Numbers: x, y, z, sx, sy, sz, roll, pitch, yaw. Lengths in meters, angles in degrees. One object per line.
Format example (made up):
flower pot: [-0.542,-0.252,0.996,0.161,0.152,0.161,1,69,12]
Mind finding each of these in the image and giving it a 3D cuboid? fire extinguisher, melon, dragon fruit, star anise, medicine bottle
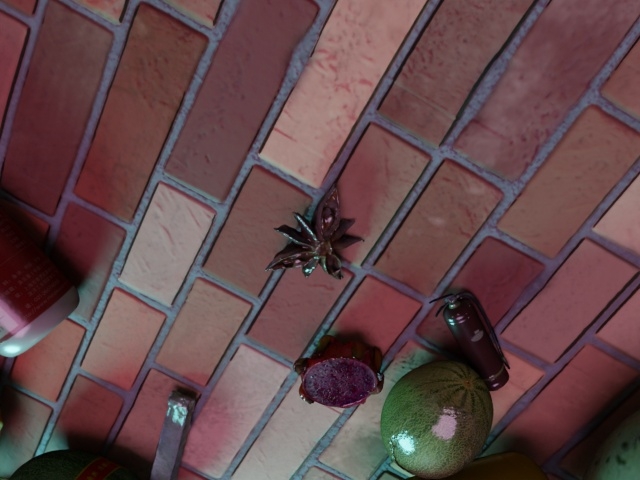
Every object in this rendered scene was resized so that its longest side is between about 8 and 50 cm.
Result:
fire extinguisher: [0.202,0.128,0.760,0.064,0.043,0.158,-34,108,-10]
melon: [-0.386,0.437,0.913,0.287,0.182,0.182,23,116,2]
dragon fruit: [0.026,0.180,0.800,0.126,0.068,0.112,-5,125,-3]
star anise: [0.000,-0.010,0.722,0.124,0.056,0.129,8,114,-23]
melon: [0.151,0.241,0.766,0.139,0.139,0.192,24,131,-3]
medicine bottle: [-0.451,0.028,0.763,0.131,0.131,0.250,-31,107,20]

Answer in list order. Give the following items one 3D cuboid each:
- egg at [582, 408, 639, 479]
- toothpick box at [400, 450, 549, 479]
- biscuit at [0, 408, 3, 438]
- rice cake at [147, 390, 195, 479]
egg: [0.466,0.367,0.696,0.287,0.287,0.379,9,110,4]
toothpick box: [0.175,0.398,0.774,0.271,0.175,0.175,-7,115,-11]
biscuit: [-0.570,0.345,0.937,0.154,0.045,0.299,30,114,33]
rice cake: [-0.238,0.324,0.920,0.043,0.034,0.211,23,117,7]
